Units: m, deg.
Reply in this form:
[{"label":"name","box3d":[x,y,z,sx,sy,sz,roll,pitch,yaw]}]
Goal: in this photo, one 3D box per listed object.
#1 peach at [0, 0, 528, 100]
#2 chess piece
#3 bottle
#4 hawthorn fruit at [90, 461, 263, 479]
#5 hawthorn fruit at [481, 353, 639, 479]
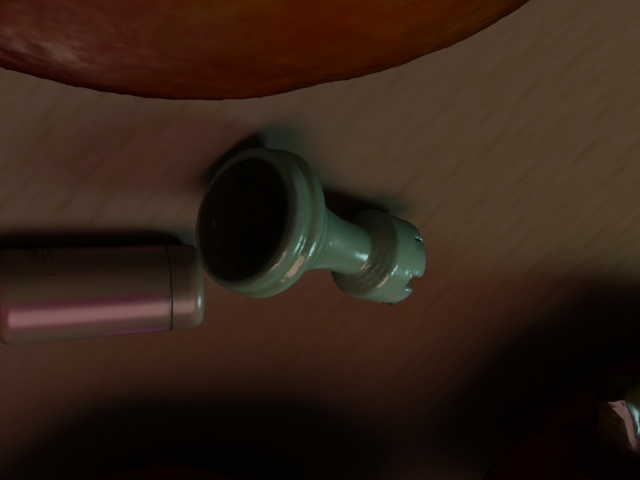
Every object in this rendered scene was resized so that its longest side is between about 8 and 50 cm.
[{"label":"peach","box3d":[-0.039,-0.159,0.487,0.280,0.238,0.281,1,165,0]},{"label":"chess piece","box3d":[0.000,0.000,0.890,0.067,0.067,0.103,-33,148,32]},{"label":"bottle","box3d":[-0.103,0.023,0.916,0.096,0.045,0.045,-4,146,-9]},{"label":"hawthorn fruit","box3d":[-0.065,0.257,1.080,0.275,0.275,0.300,-5,163,-3]},{"label":"hawthorn fruit","box3d":[0.195,0.176,1.025,0.265,0.265,0.307,-12,127,7]}]
